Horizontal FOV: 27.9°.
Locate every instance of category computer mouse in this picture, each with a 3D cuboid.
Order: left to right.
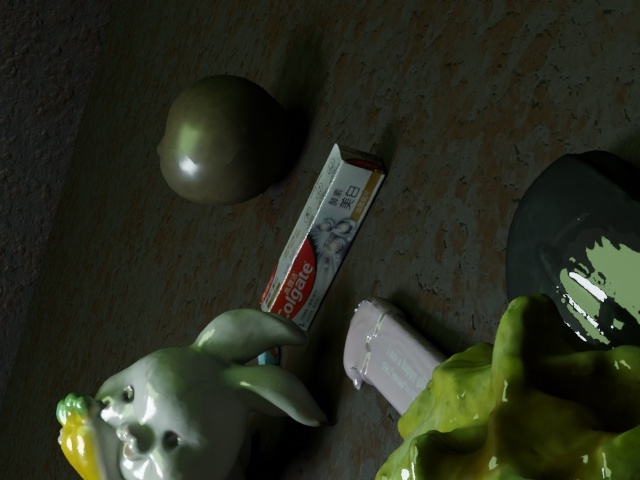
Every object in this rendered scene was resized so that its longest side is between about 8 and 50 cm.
[{"bbox_3d":[0.186,0.023,0.867,0.269,0.086,0.137,-116,44,-57],"label":"computer mouse"}]

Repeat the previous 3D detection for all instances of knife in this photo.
[{"bbox_3d":[0.095,0.125,1.092,0.132,0.038,0.398,-70,20,7],"label":"knife"}]

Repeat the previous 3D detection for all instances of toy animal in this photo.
[{"bbox_3d":[-0.141,0.218,1.374,0.183,0.247,0.310,57,147,41],"label":"toy animal"}]

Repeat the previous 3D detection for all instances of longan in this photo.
[{"bbox_3d":[-0.122,-0.124,1.617,0.189,0.189,0.189,-165,90,-69],"label":"longan"}]

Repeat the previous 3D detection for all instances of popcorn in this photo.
[{"bbox_3d":[0.131,0.169,0.739,0.256,0.195,0.255,-117,31,-56],"label":"popcorn"}]

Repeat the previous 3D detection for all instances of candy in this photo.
[{"bbox_3d":[-0.061,0.127,1.498,0.030,0.020,0.083,124,151,-43],"label":"candy"}]

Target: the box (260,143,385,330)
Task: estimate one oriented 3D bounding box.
[{"bbox_3d":[0.000,0.000,1.387,0.039,0.055,0.218,-105,37,-55],"label":"box"}]
